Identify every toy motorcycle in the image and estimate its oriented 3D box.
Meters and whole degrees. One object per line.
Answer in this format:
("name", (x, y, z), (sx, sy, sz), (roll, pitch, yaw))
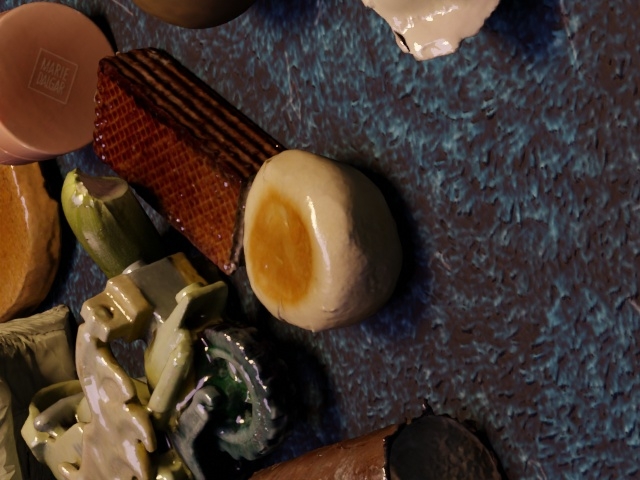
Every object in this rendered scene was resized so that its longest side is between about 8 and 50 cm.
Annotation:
("toy motorcycle", (-0.161, 0.177, 1.797), (0.237, 0.169, 0.410), (53, 136, 16))

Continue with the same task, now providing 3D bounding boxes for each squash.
("squash", (-0.189, -0.007, 1.755), (0.069, 0.069, 0.239), (55, 176, 24))

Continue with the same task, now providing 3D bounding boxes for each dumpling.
("dumpling", (0.075, -0.217, 1.350), (0.127, 0.108, 0.188), (-48, 46, 27))

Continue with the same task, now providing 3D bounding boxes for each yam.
("yam", (0.035, 0.221, 1.574), (0.280, 0.131, 0.131), (-27, 82, 56))

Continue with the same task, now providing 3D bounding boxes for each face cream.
("face cream", (-0.281, -0.151, 1.825), (0.104, 0.149, 0.149), (-8, 98, 56))

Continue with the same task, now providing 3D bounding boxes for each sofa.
("sofa", (-0.314, 0.202, 1.958), (0.225, 0.176, 0.210), (-150, 51, -69))

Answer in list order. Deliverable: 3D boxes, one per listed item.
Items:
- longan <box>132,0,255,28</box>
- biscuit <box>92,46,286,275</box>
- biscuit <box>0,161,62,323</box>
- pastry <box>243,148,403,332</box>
("longan", (-0.114, -0.265, 1.535), (0.204, 0.159, 0.185), (35, 142, 54))
("biscuit", (-0.113, -0.073, 1.696), (0.252, 0.070, 0.106), (40, 136, 37))
("biscuit", (-0.386, -0.045, 2.101), (0.344, 0.057, 0.287), (-41, 71, 54))
("pastry", (0.000, 0.000, 1.552), (0.156, 0.092, 0.156), (23, 121, 44))
